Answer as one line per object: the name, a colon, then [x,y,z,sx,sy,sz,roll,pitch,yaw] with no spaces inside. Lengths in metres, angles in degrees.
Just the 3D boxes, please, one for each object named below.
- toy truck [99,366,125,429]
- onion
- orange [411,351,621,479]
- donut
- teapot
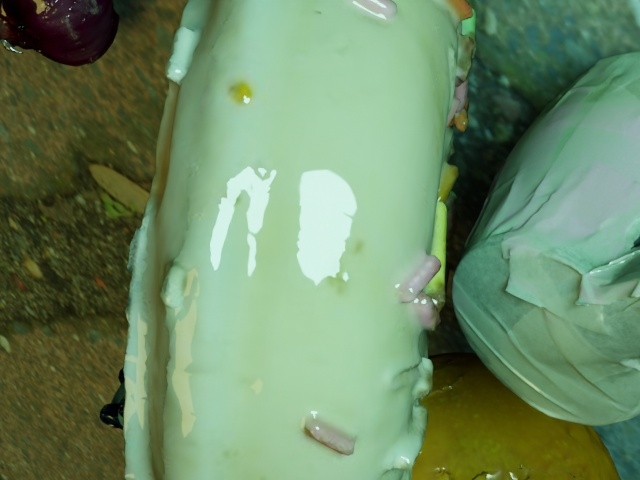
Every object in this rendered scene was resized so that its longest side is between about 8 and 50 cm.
toy truck: [-0.139,0.144,1.446,0.074,0.063,0.136,36,150,-19]
onion: [-0.194,-0.170,1.126,0.115,0.104,0.115,48,163,20]
orange: [0.083,0.194,1.059,0.246,0.246,0.246,30,144,25]
donut: [0.000,0.000,0.863,0.142,0.382,0.382,8,139,5]
teapot: [0.176,0.013,0.818,0.221,0.178,0.163,10,133,43]
